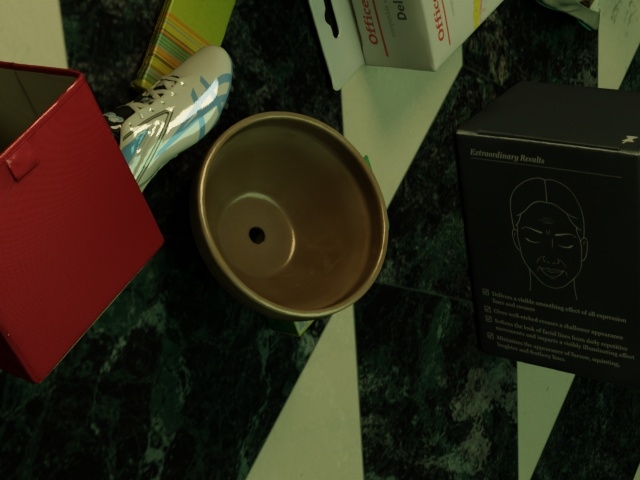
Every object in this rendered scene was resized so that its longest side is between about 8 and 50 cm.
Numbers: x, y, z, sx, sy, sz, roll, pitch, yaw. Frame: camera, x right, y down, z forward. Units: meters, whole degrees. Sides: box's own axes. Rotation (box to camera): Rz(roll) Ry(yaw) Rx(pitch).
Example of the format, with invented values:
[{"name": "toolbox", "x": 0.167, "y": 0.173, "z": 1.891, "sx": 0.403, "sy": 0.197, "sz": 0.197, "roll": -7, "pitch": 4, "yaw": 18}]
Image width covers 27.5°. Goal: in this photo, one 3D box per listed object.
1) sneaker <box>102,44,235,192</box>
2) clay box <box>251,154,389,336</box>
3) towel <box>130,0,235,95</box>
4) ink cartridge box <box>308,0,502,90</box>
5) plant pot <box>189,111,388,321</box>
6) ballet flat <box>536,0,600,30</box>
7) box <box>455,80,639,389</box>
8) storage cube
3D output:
[{"name": "sneaker", "x": -0.173, "y": -0.119, "z": 1.320, "sx": 0.237, "sy": 0.085, "sz": 0.086, "roll": -51, "pitch": 130, "yaw": -21}, {"name": "clay box", "x": 0.000, "y": 0.000, "z": 1.634, "sx": 0.222, "sy": 0.053, "sz": 0.127, "roll": -48, "pitch": 133, "yaw": -36}, {"name": "towel", "x": -0.133, "y": -0.253, "z": 1.414, "sx": 0.102, "sy": 0.021, "sz": 0.237, "roll": 33, "pitch": 72, "yaw": -56}, {"name": "ink cartridge box", "x": 0.131, "y": -0.355, "z": 1.660, "sx": 0.353, "sy": 0.119, "sz": 0.207, "roll": -48, "pitch": 135, "yaw": -36}, {"name": "plant pot", "x": -0.050, "y": -0.017, "z": 1.473, "sx": 0.237, "sy": 0.110, "sz": 0.237, "roll": 10, "pitch": 70, "yaw": -27}, {"name": "ballet flat", "x": 0.405, "y": -0.384, "z": 2.061, "sx": 0.068, "sy": 0.072, "sz": 0.213, "roll": -44, "pitch": 151, "yaw": 25}, {"name": "box", "x": 0.396, "y": -0.014, "z": 1.971, "sx": 0.212, "sy": 0.293, "sz": 0.395, "roll": -38, "pitch": 129, "yaw": -43}, {"name": "storage cube", "x": -0.282, "y": -0.024, "z": 1.127, "sx": 0.215, "sy": 0.184, "sz": 0.193, "roll": -51, "pitch": 137, "yaw": -33}]
